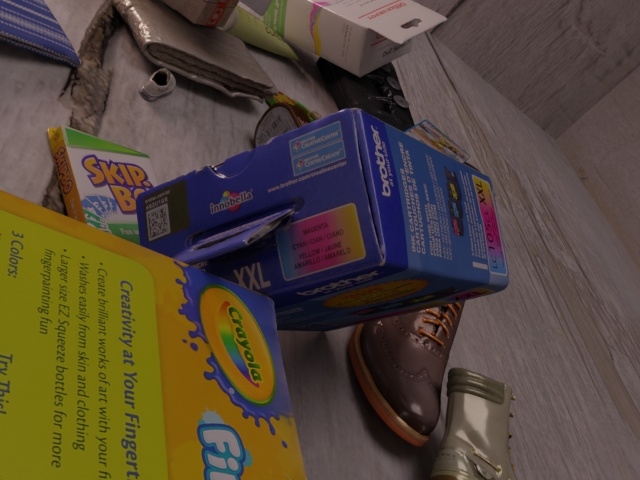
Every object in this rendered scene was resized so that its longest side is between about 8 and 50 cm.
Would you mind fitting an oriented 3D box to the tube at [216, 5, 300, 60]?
[{"bbox_3d":[-0.128,-0.427,1.523,0.240,0.062,0.070,5,81,-62],"label":"tube"}]

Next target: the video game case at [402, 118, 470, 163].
[{"bbox_3d":[0.218,-0.177,1.429,0.119,0.015,0.166,41,33,8],"label":"video game case"}]

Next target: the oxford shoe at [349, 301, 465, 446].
[{"bbox_3d":[0.128,0.118,1.020,0.130,0.132,0.364,36,27,-20],"label":"oxford shoe"}]

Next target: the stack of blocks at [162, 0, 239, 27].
[{"bbox_3d":[-0.291,-0.491,1.270,0.297,0.087,0.171,38,21,4],"label":"stack of blocks"}]

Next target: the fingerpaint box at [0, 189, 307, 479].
[{"bbox_3d":[-0.180,0.186,0.424,0.371,0.163,0.445,25,33,-35],"label":"fingerpaint box"}]

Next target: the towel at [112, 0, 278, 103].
[{"bbox_3d":[-0.209,-0.323,1.243,0.282,0.049,0.187,14,32,-46],"label":"towel"}]

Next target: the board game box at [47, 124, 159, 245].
[{"bbox_3d":[-0.224,-0.031,0.828,0.124,0.039,0.259,18,35,-47],"label":"board game box"}]

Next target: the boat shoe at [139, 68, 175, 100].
[{"bbox_3d":[-0.236,-0.239,1.106,0.035,0.035,0.100,42,26,-6],"label":"boat shoe"}]

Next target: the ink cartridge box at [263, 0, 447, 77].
[{"bbox_3d":[0.072,-0.473,1.610,0.353,0.119,0.207,33,46,24],"label":"ink cartridge box"}]

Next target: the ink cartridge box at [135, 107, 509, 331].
[{"bbox_3d":[0.000,0.000,0.777,0.395,0.269,0.151,14,63,-56],"label":"ink cartridge box"}]

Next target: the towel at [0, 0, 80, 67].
[{"bbox_3d":[-0.466,-0.364,0.930,0.336,0.040,0.243,54,18,14],"label":"towel"}]

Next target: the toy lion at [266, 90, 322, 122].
[{"bbox_3d":[-0.057,-0.252,1.407,0.096,0.034,0.100,46,24,18],"label":"toy lion"}]

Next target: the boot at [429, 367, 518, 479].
[{"bbox_3d":[0.223,0.271,0.936,0.213,0.077,0.165,37,49,-29],"label":"boot"}]

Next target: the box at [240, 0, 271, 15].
[{"bbox_3d":[-0.184,-0.487,1.222,0.232,0.058,0.322,29,20,-20],"label":"box"}]

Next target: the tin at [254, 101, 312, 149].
[{"bbox_3d":[-0.047,-0.136,1.163,0.040,0.106,0.190,7,44,-42],"label":"tin"}]

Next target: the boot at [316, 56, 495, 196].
[{"bbox_3d":[0.183,-0.249,1.653,0.367,0.146,0.445,30,25,-33],"label":"boot"}]
